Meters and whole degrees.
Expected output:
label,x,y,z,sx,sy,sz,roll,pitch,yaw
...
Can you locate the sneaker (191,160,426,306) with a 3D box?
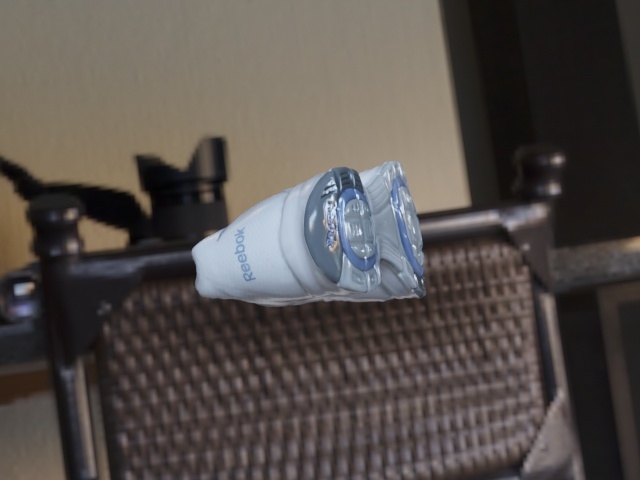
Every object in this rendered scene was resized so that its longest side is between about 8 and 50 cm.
label,x,y,z,sx,sy,sz,roll,pitch,yaw
sneaker,0.000,0.000,1.051,0.129,0.111,0.297,-13,-8,19
